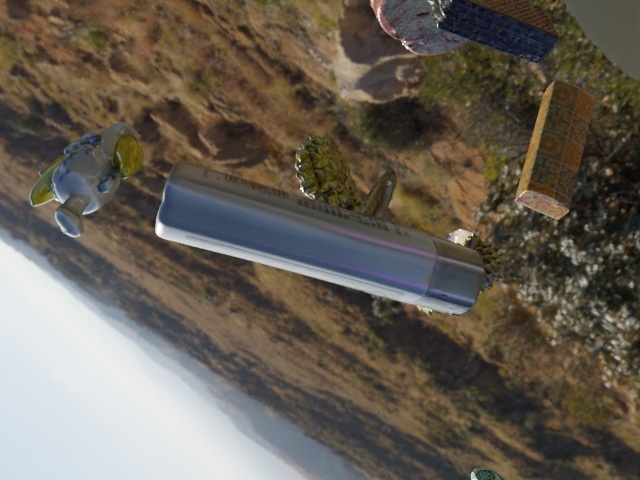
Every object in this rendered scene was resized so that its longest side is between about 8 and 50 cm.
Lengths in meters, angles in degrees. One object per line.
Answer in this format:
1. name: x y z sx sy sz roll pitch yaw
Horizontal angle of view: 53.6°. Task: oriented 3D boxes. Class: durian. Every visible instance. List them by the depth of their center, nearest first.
1. durian: 0.359 0.084 1.610 0.305 0.196 0.185 -44 45 45

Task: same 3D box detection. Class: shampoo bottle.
1. shampoo bottle: 0.000 0.000 0.460 0.228 0.055 0.086 16 -176 -12

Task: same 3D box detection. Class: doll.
1. doll: -0.431 -0.123 1.175 0.237 0.252 0.111 16 145 39

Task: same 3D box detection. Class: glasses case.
1. glasses case: 0.366 -0.145 0.981 0.075 0.218 0.049 23 156 0

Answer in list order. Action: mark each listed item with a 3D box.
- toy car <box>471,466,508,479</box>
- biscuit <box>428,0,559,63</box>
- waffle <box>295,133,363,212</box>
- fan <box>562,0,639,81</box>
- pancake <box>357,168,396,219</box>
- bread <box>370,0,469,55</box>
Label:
1. toy car: 0.379 0.510 1.192 0.224 0.076 0.090 35 148 51
2. biscuit: 0.318 -0.418 1.185 0.252 0.106 0.070 13 136 -17
3. waffle: 0.023 -0.093 1.115 0.197 0.070 0.193 65 -166 -5
4. fan: 0.312 -0.157 0.429 0.415 0.233 0.012 21 160 -9
5. pancake: 0.062 -0.035 0.753 0.011 0.115 0.115 26 155 16
6. bread: 0.269 -0.583 1.463 0.328 0.295 0.114 26 -140 -49
